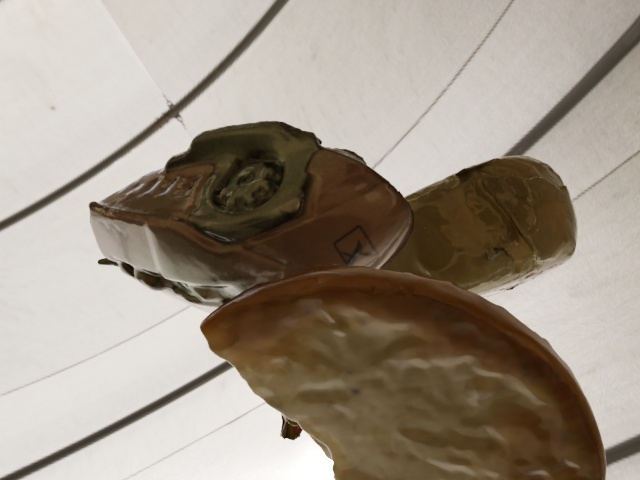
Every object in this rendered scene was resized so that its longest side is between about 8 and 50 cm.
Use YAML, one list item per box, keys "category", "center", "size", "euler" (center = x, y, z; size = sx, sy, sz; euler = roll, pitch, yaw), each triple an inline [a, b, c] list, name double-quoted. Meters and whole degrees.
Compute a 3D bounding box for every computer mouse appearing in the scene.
- category: "computer mouse"
  center: [-0.100, 0.010, 0.588]
  size: [0.388, 0.199, 0.115]
  euler: [-10, -138, 29]

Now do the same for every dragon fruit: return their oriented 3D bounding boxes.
- category: "dragon fruit"
  center: [-0.028, 0.251, 0.961]
  size: [0.081, 0.086, 0.116]
  euler: [19, -85, 12]

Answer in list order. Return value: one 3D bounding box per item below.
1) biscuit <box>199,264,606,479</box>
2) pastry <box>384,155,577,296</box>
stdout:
- category: "biscuit"
  center: [0.078, 0.129, 0.424]
  size: [0.204, 0.040, 0.309]
  euler: [-28, -71, 27]
- category: "pastry"
  center: [0.164, 0.003, 0.708]
  size: [0.264, 0.265, 0.133]
  euler: [-22, -100, 20]
